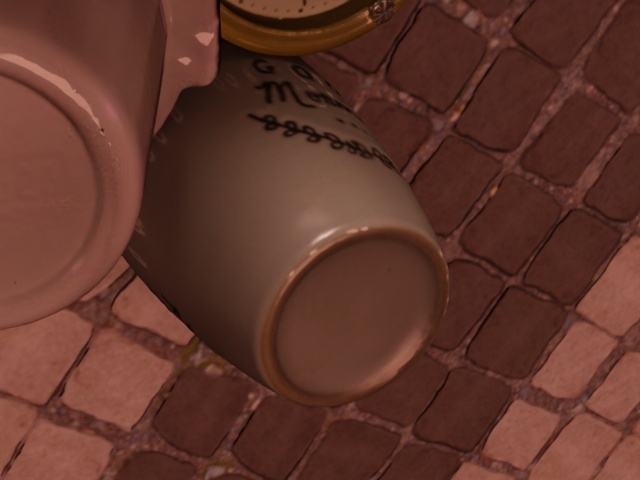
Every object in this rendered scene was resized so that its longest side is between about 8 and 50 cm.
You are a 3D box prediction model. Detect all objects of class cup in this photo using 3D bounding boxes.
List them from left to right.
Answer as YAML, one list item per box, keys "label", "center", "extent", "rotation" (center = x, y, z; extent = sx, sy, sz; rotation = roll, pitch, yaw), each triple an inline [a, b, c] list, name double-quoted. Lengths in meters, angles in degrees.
- label: "cup"
  center: [0.000, 0.000, 0.977]
  extent: [0.258, 0.234, 0.186]
  rotation: [17, 109, -39]

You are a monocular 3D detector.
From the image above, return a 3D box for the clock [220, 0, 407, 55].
- label: "clock"
  center: [-0.011, -0.236, 0.938]
  extent: [0.237, 0.057, 0.237]
  rotation: [-15, 124, -24]

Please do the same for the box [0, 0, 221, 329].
- label: "box"
  center: [-0.197, -0.094, 0.779]
  extent: [0.262, 0.206, 0.291]
  rotation: [-39, 120, 16]
